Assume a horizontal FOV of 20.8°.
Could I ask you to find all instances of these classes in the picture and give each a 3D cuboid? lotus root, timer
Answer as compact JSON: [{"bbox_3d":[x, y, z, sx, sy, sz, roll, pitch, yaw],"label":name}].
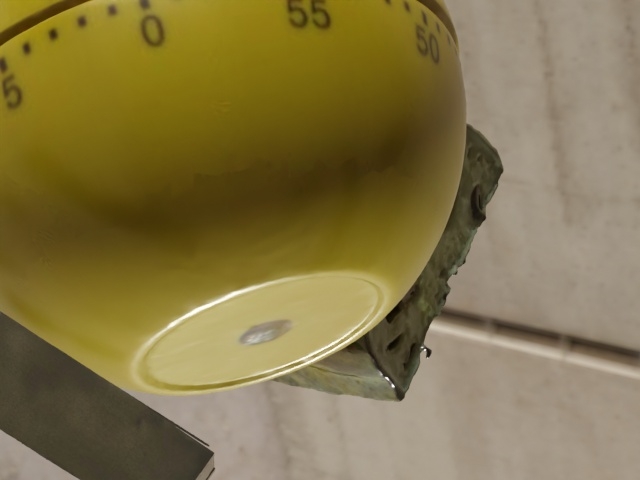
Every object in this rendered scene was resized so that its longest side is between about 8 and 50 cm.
[{"bbox_3d":[-0.005,-0.011,1.615,0.149,0.260,0.267,54,-127,-43],"label":"lotus root"},{"bbox_3d":[-0.092,-0.108,1.086,0.376,0.376,0.387,9,-125,-46],"label":"timer"}]

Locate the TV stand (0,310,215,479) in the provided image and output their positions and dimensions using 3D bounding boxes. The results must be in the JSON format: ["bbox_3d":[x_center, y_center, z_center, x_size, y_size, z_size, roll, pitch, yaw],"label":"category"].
[{"bbox_3d":[-0.170,0.056,0.838,0.049,0.256,0.040,-56,-9,-18],"label":"TV stand"}]
